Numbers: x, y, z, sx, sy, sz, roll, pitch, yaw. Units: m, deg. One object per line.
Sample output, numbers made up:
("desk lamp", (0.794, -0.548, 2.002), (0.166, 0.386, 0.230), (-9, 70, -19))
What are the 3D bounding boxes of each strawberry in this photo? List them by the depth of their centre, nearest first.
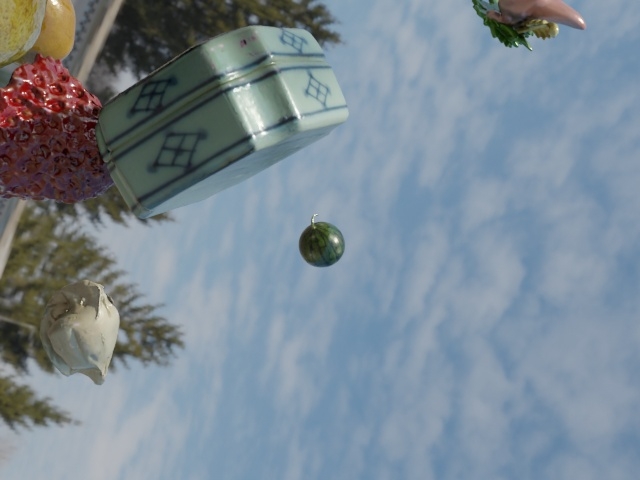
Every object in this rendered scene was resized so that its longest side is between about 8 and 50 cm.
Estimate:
("strawberry", (-0.374, -0.135, 1.268), (0.234, 0.177, 0.234), (24, 90, -80))

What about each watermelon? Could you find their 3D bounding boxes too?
("watermelon", (0.001, 0.007, 1.853), (0.109, 0.108, 0.109), (-49, -150, 40))

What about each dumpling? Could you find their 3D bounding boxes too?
("dumpling", (-0.415, 0.158, 1.507), (0.118, 0.136, 0.199), (-77, 167, -73))

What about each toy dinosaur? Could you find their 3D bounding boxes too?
("toy dinosaur", (0.349, -0.401, 1.383), (0.177, 0.152, 0.194), (-37, -104, 40))

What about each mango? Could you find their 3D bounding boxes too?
("mango", (-0.580, -0.455, 1.706), (0.175, 0.255, 0.139), (-44, -143, -15))

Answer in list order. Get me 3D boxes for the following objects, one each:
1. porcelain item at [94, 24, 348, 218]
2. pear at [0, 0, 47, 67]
("porcelain item", (-0.129, -0.161, 1.156), (0.281, 0.157, 0.286), (-27, 180, 26))
("pear", (-0.373, -0.280, 0.880), (0.211, 0.188, 0.229), (95, 4, -76))
